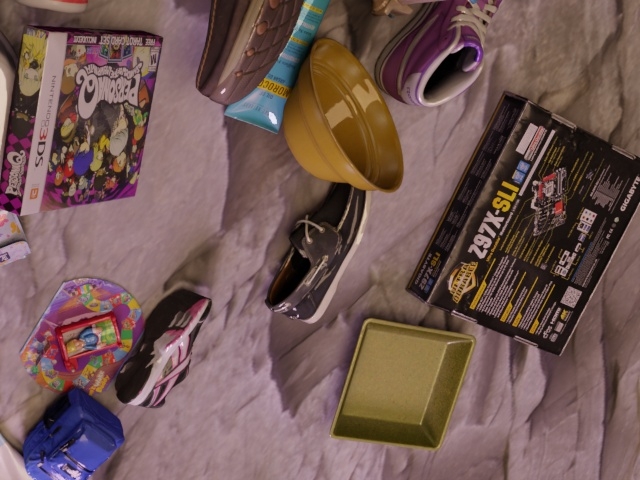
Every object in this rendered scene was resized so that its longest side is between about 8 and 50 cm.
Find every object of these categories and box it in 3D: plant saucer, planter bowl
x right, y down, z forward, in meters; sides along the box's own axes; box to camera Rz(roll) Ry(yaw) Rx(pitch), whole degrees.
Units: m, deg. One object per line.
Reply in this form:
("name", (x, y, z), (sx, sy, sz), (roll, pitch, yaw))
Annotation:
("plant saucer", (0.114, 0.205, 1.760), (0.188, 0.045, 0.188), (11, 103, -24))
("planter bowl", (0.014, -0.144, 1.553), (0.090, 0.217, 0.217), (-25, 120, 25))

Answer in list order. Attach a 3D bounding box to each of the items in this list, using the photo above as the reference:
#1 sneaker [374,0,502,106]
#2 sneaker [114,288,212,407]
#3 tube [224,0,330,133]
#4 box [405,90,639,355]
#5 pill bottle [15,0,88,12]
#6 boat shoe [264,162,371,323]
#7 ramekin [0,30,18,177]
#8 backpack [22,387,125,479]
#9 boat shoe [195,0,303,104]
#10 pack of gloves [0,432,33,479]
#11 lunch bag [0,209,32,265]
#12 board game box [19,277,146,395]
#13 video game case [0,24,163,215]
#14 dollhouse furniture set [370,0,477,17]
("sneaker", (0.199, -0.289, 1.567), (0.102, 0.161, 0.282), (32, 93, -25))
("sneaker", (-0.201, 0.148, 1.617), (0.178, 0.072, 0.077), (-53, 140, 1))
("tube", (-0.048, -0.243, 1.551), (0.080, 0.052, 0.207), (20, 105, -22))
("box", (0.308, -0.018, 1.746), (0.257, 0.079, 0.322), (22, 98, -24))
("pill bottle", (-0.304, -0.349, 1.390), (0.087, 0.087, 0.160), (4, 106, -23))
("boat shoe", (0.000, 0.000, 1.626), (0.079, 0.084, 0.233), (20, 101, -30))
("ramekin", (-0.464, -0.142, 1.369), (0.277, 0.135, 0.277), (-7, 110, -19))
("backpack", (-0.332, 0.271, 1.579), (0.120, 0.101, 0.098), (-43, 113, 5))
("boat shoe", (-0.086, -0.340, 1.463), (0.130, 0.132, 0.355), (21, 89, 15))
("pack of gloves", (-0.495, 0.305, 1.549), (0.195, 0.046, 0.232), (-37, 113, -8))
("lunch bag", (-0.401, -0.005, 1.486), (0.071, 0.053, 0.083), (-20, 122, -13))
("board game box", (-0.306, 0.135, 1.580), (0.133, 0.033, 0.168), (31, 95, -27))
("video game case", (-0.278, -0.144, 1.413), (0.232, 0.042, 0.210), (-16, 121, -64))
("dollhouse furniture set", (0.159, -0.428, 1.433), (0.198, 0.286, 0.303), (39, 79, -27))
